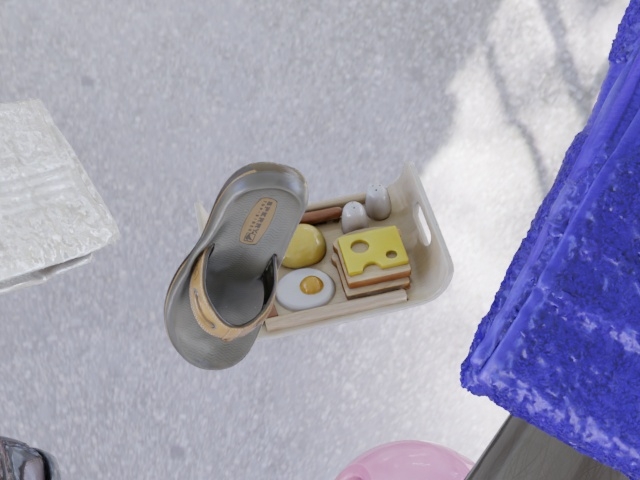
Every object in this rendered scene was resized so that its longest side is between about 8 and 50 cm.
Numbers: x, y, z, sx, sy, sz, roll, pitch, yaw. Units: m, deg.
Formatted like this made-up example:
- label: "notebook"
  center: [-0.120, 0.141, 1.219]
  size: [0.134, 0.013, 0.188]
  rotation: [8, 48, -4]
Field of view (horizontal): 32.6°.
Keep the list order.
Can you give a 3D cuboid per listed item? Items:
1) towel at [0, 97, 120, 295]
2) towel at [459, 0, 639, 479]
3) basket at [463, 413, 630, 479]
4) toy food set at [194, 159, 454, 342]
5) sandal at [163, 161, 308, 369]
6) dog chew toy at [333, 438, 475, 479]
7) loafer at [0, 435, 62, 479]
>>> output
- label: "towel"
  center: [-0.326, -0.038, 1.026]
  size: [0.187, 0.049, 0.282]
  rotation: [58, 33, 8]
- label: "towel"
  center: [0.217, -0.016, 0.527]
  size: [0.228, 0.076, 0.308]
  rotation: [27, 94, 30]
- label: "basket"
  center: [0.245, 0.156, 0.902]
  size: [0.204, 0.154, 0.227]
  rotation: [26, 68, 5]
- label: "toy food set"
  center: [0.000, 0.000, 1.427]
  size: [0.306, 0.092, 0.219]
  rotation: [-12, 46, -5]
- label: "sandal"
  center: [-0.062, 0.034, 0.860]
  size: [0.090, 0.219, 0.060]
  rotation: [8, 42, -26]
- label: "dog chew toy"
  center: [0.160, 0.335, 1.121]
  size: [0.332, 0.206, 0.206]
  rotation: [25, 61, -20]
- label: "loafer"
  center: [-0.310, 0.328, 1.015]
  size: [0.109, 0.095, 0.302]
  rotation: [-15, 56, 19]
